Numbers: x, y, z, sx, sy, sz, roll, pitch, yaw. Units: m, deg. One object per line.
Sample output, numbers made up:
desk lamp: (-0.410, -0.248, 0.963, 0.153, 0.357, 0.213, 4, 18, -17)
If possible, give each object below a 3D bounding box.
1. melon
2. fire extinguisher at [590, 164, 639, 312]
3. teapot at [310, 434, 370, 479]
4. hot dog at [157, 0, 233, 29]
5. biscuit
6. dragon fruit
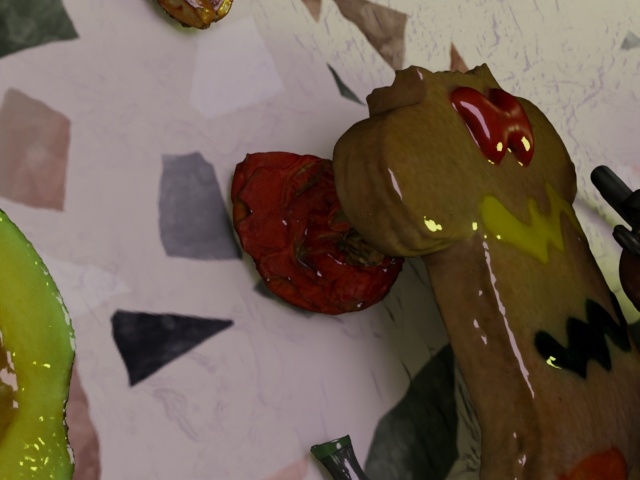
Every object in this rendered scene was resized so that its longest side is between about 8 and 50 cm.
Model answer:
melon: (-0.250, 0.097, 0.921, 0.169, 0.129, 0.265, 27, 53, -48)
fire extinguisher: (0.336, 0.059, 1.286, 0.376, 0.200, 0.113, 44, 77, -31)
teapot: (0.032, 0.196, 1.104, 0.042, 0.043, 0.111, -26, 84, -37)
hot dog: (-0.124, -0.231, 1.173, 0.062, 0.038, 0.144, -33, 89, -34)
biscuit: (0.167, 0.043, 1.148, 0.368, 0.076, 0.394, -6, 74, -60)
dragon fruit: (0.000, 0.000, 1.120, 0.162, 0.106, 0.083, 45, 55, -13)
